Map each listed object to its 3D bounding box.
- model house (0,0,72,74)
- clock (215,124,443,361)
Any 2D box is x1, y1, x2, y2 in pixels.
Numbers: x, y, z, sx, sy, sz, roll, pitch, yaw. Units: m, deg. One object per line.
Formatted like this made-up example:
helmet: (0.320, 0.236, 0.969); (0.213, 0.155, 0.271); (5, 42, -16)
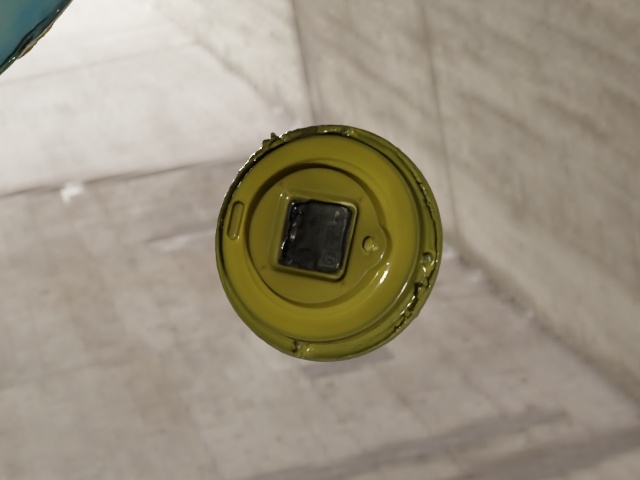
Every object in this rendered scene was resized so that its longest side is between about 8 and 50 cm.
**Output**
model house: (-0.275, -0.237, 1.431); (0.261, 0.226, 0.241); (-45, 176, 6)
clock: (0.000, 0.000, 1.685); (0.237, 0.237, 0.057); (-3, 173, 18)
